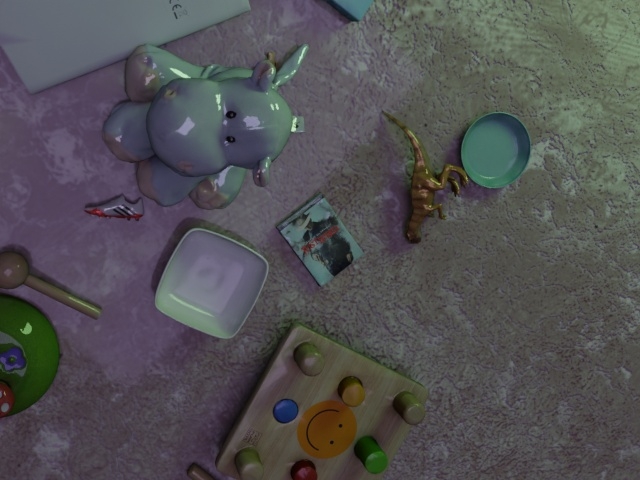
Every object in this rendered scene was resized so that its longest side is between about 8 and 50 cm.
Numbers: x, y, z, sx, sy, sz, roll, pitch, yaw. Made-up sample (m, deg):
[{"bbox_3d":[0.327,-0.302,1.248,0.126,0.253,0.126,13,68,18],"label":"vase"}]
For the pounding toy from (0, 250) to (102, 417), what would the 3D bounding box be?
[{"bbox_3d":[-0.439,0.152,1.139,0.183,0.110,0.237,39,90,-18],"label":"pounding toy"}]

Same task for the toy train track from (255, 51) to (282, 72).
[{"bbox_3d":[-0.074,-0.231,1.206,0.048,0.014,0.083,-4,108,-21],"label":"toy train track"}]

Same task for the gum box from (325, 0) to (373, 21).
[{"bbox_3d":[0.022,-0.427,1.170,0.184,0.041,0.157,32,92,-23],"label":"gum box"}]

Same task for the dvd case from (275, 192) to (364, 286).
[{"bbox_3d":[0.000,0.000,1.270,0.087,0.013,0.119,-37,106,-5],"label":"dvd case"}]

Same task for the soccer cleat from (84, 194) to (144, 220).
[{"bbox_3d":[-0.292,-0.047,1.180,0.083,0.029,0.036,4,91,-18],"label":"soccer cleat"}]

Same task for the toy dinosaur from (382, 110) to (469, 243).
[{"bbox_3d":[0.161,-0.095,1.266,0.112,0.064,0.212,-6,102,-12],"label":"toy dinosaur"}]

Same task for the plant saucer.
[{"bbox_3d":[0.272,-0.142,1.306,0.119,0.021,0.119,-3,102,-14],"label":"plant saucer"}]

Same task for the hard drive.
[{"bbox_3d":[-0.266,-0.329,1.057,0.318,0.040,0.210,-22,140,-4],"label":"hard drive"}]

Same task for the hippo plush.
[{"bbox_3d":[-0.126,-0.127,1.081,0.294,0.236,0.234,-3,110,-19],"label":"hippo plush"}]

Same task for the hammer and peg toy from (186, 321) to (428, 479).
[{"bbox_3d":[-0.026,0.330,1.268,0.265,0.127,0.361,29,93,-18],"label":"hammer and peg toy"}]

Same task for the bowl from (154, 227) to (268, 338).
[{"bbox_3d":[-0.162,0.058,1.220,0.142,0.053,0.142,26,95,-18],"label":"bowl"}]
